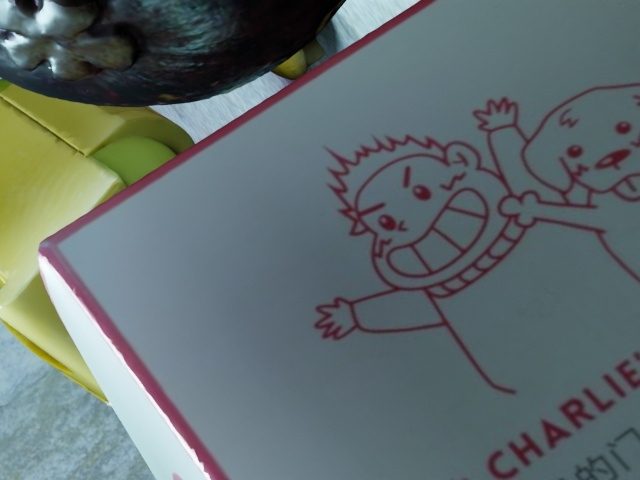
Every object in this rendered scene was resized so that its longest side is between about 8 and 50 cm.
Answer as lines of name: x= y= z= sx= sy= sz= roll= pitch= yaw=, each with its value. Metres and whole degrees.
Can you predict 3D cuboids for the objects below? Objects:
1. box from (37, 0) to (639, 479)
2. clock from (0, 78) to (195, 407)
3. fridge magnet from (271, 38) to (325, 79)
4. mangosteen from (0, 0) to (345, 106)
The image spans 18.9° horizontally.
box: x=0.125 y=0.095 z=0.720 sx=0.312 sy=0.314 sz=0.300 roll=49 pitch=167 yaw=33
clock: x=-0.157 y=0.026 z=1.491 sx=0.244 sy=0.200 sz=0.317 roll=37 pitch=168 yaw=43
fridge magnet: x=-0.051 y=-0.181 z=1.415 sx=0.143 sy=0.063 sz=0.143 roll=53 pitch=173 yaw=10
mangosteen: x=-0.099 y=-0.209 z=0.981 sx=0.288 sy=0.288 sz=0.288 roll=53 pitch=171 yaw=12
